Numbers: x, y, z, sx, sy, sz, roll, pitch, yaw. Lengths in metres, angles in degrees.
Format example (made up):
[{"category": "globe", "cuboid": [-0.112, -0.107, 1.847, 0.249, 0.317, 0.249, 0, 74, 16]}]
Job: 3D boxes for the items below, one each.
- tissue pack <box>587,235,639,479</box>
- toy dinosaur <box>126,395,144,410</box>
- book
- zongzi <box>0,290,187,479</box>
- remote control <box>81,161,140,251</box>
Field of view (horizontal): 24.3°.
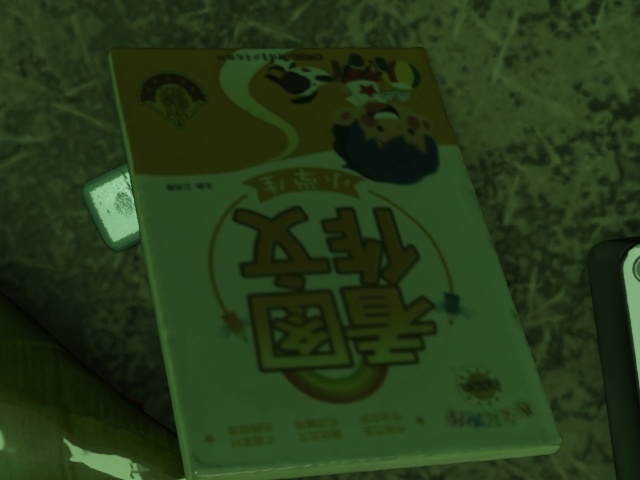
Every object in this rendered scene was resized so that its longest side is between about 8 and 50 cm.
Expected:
[{"category": "tissue pack", "cuboid": [0.260, 0.111, 0.888, 0.159, 0.136, 0.246, -7, 89, 3]}, {"category": "toy dinosaur", "cuboid": [-0.200, 0.196, 0.932, 0.055, 0.101, 0.279, 27, 101, -30]}, {"category": "book", "cuboid": [0.000, 0.000, 0.852, 0.208, 0.020, 0.295, -3, 54, -19]}, {"category": "zongzi", "cuboid": [-0.271, -0.019, 0.867, 0.418, 0.181, 0.447, -15, 88, 26]}, {"category": "remote control", "cuboid": [-0.093, -0.040, 0.969, 0.124, 0.018, 0.053, -27, 89, 3]}]
